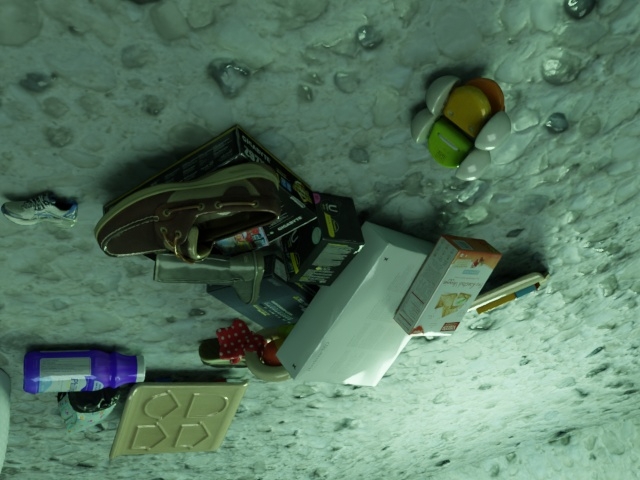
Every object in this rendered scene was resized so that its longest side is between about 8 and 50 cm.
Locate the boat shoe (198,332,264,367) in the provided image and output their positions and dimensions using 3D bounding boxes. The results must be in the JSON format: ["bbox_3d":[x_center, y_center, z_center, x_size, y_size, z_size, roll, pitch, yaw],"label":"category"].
[{"bbox_3d":[-0.203,0.292,1.943,0.224,0.080,0.073,-1,150,-8],"label":"boat shoe"}]

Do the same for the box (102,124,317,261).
[{"bbox_3d":[-0.206,-0.056,1.434,0.322,0.079,0.257,-28,142,20],"label":"box"}]

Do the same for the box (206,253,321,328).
[{"bbox_3d":[-0.115,0.121,1.692,0.184,0.059,0.233,-14,145,28],"label":"box"}]

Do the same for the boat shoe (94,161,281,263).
[{"bbox_3d":[-0.229,-0.025,1.293,0.342,0.123,0.123,-16,146,5],"label":"boat shoe"}]

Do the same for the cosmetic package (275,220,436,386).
[{"bbox_3d":[0.112,0.156,1.690,0.285,0.097,0.377,15,115,-48],"label":"cosmetic package"}]

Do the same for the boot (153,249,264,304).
[{"bbox_3d":[-0.225,0.073,1.484,0.209,0.076,0.189,-6,145,-15],"label":"boot"}]

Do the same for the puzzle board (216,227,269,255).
[{"bbox_3d":[-0.158,-0.013,1.435,0.097,0.011,0.128,-15,146,2],"label":"puzzle board"}]

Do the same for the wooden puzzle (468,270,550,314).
[{"bbox_3d":[0.476,0.139,1.909,0.221,0.044,0.239,-26,168,19],"label":"wooden puzzle"}]

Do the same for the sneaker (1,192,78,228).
[{"bbox_3d":[-0.505,-0.062,1.356,0.135,0.052,0.058,3,133,-35],"label":"sneaker"}]

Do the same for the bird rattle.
[{"bbox_3d":[-0.117,0.254,1.817,0.254,0.207,0.143,-13,129,-17],"label":"bird rattle"}]

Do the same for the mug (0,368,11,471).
[{"bbox_3d":[-0.930,0.496,1.760,0.375,0.327,0.276,-13,146,-1],"label":"mug"}]

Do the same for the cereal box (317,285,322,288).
[{"bbox_3d":[0.062,0.088,1.757,0.173,0.047,0.240,-19,146,8],"label":"cereal box"}]

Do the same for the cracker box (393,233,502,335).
[{"bbox_3d":[0.281,0.103,1.656,0.156,0.067,0.232,5,121,-42],"label":"cracker box"}]

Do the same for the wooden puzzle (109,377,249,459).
[{"bbox_3d":[-0.405,0.490,2.122,0.348,0.080,0.322,2,132,-29],"label":"wooden puzzle"}]

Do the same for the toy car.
[{"bbox_3d":[0.263,-0.211,1.335,0.136,0.159,0.182,-36,161,-36],"label":"toy car"}]

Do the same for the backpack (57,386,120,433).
[{"bbox_3d":[-0.615,0.427,1.950,0.152,0.115,0.182,-1,153,-39],"label":"backpack"}]

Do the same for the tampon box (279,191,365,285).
[{"bbox_3d":[0.000,0.000,1.544,0.102,0.120,0.161,7,141,-29],"label":"tampon box"}]

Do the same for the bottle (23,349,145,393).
[{"bbox_3d":[-0.577,0.319,1.834,0.283,0.092,0.118,2,149,-22],"label":"bottle"}]
